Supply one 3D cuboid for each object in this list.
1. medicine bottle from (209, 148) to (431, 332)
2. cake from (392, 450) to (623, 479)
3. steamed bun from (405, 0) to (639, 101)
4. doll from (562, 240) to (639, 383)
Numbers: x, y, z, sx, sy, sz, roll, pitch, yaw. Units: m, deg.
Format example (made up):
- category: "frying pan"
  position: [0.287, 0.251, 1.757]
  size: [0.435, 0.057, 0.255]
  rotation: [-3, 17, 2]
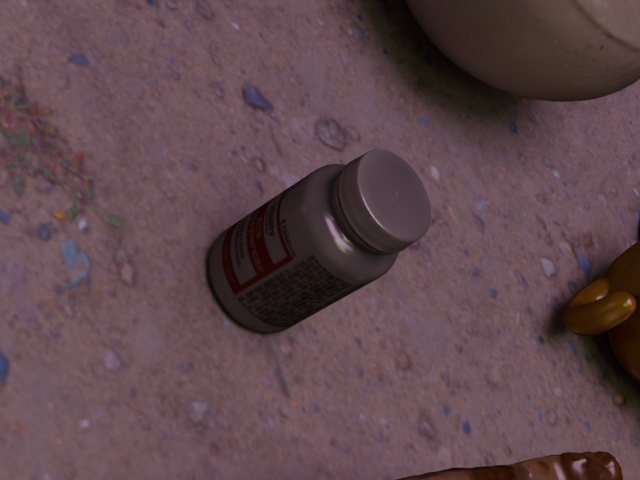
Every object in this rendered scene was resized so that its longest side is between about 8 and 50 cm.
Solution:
- category: "medicine bottle"
  position: [0.000, 0.000, 0.911]
  size: [0.079, 0.140, 0.079]
  rotation: [24, 52, -34]
- category: "cake"
  position: [0.033, 0.232, 0.771]
  size: [0.293, 0.198, 0.196]
  rotation: [1, 71, -40]
- category: "steamed bun"
  position: [0.165, -0.238, 1.194]
  size: [0.283, 0.177, 0.283]
  rotation: [27, 49, -35]
- category: "doll"
  position: [0.342, 0.099, 1.183]
  size: [0.269, 0.162, 0.167]
  rotation: [47, 11, -5]
